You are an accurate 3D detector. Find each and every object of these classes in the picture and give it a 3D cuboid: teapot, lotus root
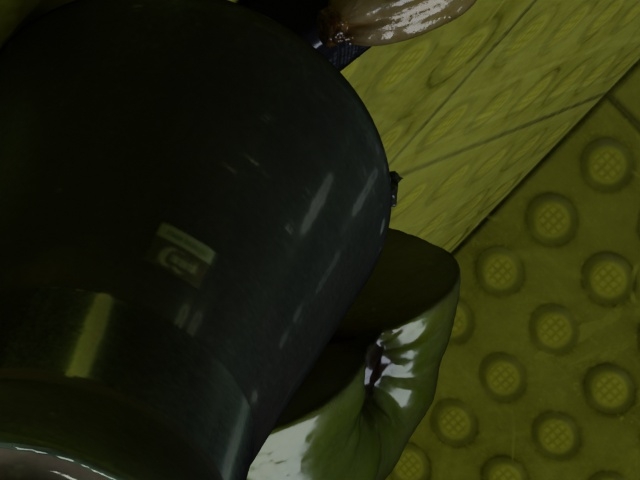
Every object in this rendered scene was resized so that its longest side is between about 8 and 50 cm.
[{"bbox_3d":[-0.123,0.035,0.710,0.344,0.300,0.253,-77,-172,-51],"label":"teapot"},{"bbox_3d":[0.063,-0.175,0.938,0.150,0.062,0.073,-25,138,-14],"label":"lotus root"}]

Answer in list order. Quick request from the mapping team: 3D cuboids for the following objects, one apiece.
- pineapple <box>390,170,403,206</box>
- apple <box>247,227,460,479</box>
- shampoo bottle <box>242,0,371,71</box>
[{"bbox_3d":[0.000,0.001,1.518,0.128,0.128,0.248,-30,161,-46],"label":"pineapple"},{"bbox_3d":[-0.094,0.092,0.980,0.312,0.360,0.320,35,65,-55],"label":"apple"},{"bbox_3d":[0.005,-0.164,1.009,0.309,0.071,0.098,-40,170,-9],"label":"shampoo bottle"}]
